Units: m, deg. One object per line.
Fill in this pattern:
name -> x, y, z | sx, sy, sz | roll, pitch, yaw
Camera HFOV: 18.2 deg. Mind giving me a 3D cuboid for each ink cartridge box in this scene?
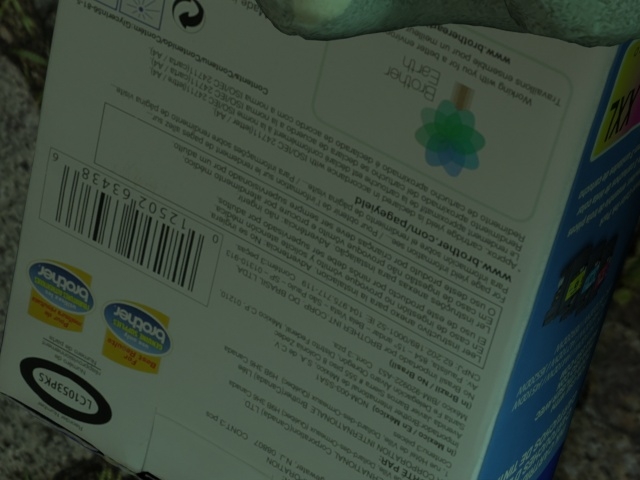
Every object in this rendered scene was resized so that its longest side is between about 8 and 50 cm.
ink cartridge box -> 0.000, 0.000, 0.965 | 0.270, 0.151, 0.395 | 28, 122, 21

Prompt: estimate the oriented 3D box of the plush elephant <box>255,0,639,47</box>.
plush elephant -> 0.147, -0.206, 0.698 | 0.330, 0.272, 0.255 | 16, 138, -6
